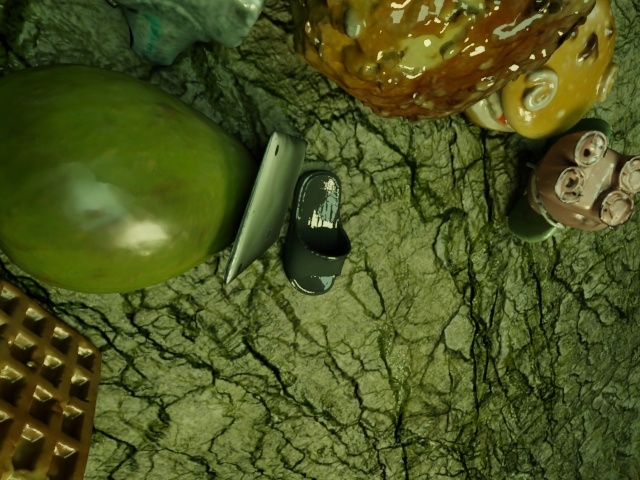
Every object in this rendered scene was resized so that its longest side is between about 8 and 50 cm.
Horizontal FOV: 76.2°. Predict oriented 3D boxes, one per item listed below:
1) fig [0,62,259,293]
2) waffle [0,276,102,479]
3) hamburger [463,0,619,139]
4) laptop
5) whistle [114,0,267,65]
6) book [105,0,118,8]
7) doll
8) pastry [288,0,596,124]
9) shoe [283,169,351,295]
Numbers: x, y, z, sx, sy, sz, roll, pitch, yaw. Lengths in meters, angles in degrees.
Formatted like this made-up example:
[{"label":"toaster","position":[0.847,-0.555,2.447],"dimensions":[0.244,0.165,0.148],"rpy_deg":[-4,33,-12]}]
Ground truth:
[{"label":"fig","position":[-0.216,-0.067,0.492],"dimensions":[0.327,0.258,0.257],"rpy_deg":[-3,113,-37]},{"label":"waffle","position":[-0.377,0.201,0.475],"dimensions":[0.098,0.327,0.224],"rpy_deg":[-35,123,-4]},{"label":"hamburger","position":[0.399,-0.335,0.721],"dimensions":[0.261,0.186,0.302],"rpy_deg":[-1,109,-27]},{"label":"laptop","position":[-0.066,-0.057,0.578],"dimensions":[0.015,0.269,0.187],"rpy_deg":[20,102,2]},{"label":"whistle","position":[-0.102,-0.340,0.363],"dimensions":[0.168,0.405,0.188],"rpy_deg":[12,71,-31]},{"label":"book","position":[-0.274,-0.411,0.445],"dimensions":[0.161,0.026,0.231],"rpy_deg":[-48,124,-1]},{"label":"doll","position":[0.493,-0.124,0.823],"dimensions":[0.217,0.268,0.284],"rpy_deg":[25,98,-12]},{"label":"pastry","position":[0.160,-0.312,0.482],"dimensions":[0.405,0.338,0.292],"rpy_deg":[-7,84,-59]},{"label":"shoe","position":[0.000,0.000,0.719],"dimensions":[0.108,0.093,0.240],"rpy_deg":[-6,112,-26]}]
